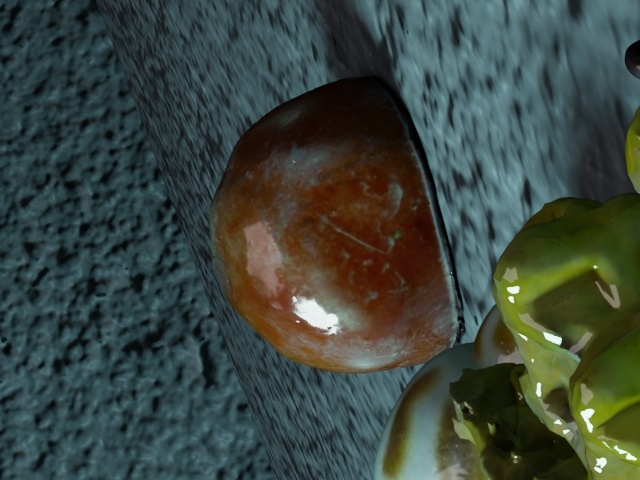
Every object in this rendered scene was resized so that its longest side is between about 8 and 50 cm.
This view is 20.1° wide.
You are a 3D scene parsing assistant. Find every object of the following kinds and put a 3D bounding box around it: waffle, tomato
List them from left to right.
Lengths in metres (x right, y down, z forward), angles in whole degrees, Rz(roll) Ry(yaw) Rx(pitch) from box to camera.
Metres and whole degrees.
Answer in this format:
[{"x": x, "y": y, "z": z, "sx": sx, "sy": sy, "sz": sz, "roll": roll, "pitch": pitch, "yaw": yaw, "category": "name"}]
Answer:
[{"x": 0.000, "y": 0.000, "z": 1.299, "sx": 0.181, "sy": 0.155, "sz": 0.214, "roll": -173, "pitch": 66, "yaw": -74, "category": "tomato"}, {"x": 0.149, "y": 0.097, "z": 0.633, "sx": 0.261, "sy": 0.151, "sz": 0.324, "roll": 63, "pitch": 175, "yaw": 17, "category": "waffle"}]

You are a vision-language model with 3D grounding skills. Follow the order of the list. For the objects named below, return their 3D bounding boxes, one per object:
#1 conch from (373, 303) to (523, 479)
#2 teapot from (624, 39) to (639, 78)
[{"x": 0.117, "y": 0.121, "z": 0.882, "sx": 0.149, "sy": 0.183, "sz": 0.275, "roll": -61, "pitch": -25, "yaw": -42, "category": "conch"}, {"x": 0.147, "y": -0.055, "z": 0.706, "sx": 0.100, "sy": 0.045, "sz": 0.068, "roll": -124, "pitch": 20, "yaw": -53, "category": "teapot"}]
